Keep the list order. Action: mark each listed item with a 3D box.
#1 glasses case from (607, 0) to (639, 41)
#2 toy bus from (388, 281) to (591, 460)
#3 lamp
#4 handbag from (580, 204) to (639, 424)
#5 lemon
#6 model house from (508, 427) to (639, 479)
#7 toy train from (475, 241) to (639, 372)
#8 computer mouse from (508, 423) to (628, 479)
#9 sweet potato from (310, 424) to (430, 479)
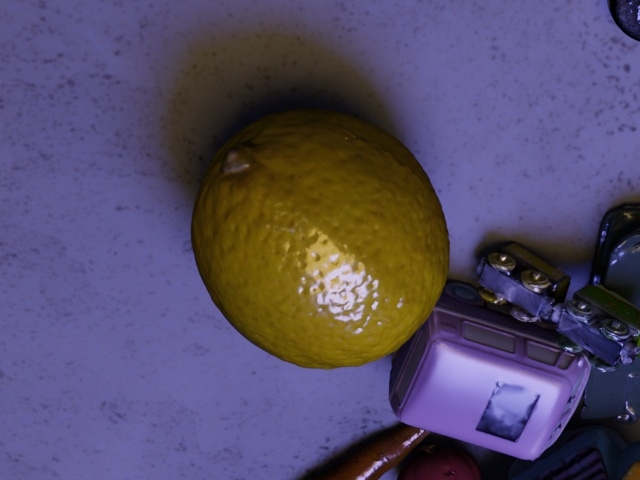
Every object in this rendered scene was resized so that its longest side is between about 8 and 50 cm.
[{"bbox_3d":[0.446,-0.240,1.494,0.321,0.082,0.122,7,116,-9],"label":"glasses case"},{"bbox_3d":[0.186,0.146,1.627,0.203,0.142,0.142,17,115,-7],"label":"toy bus"},{"bbox_3d":[0.138,0.279,1.727,0.101,0.101,0.090,-16,83,2],"label":"lamp"},{"bbox_3d":[0.419,0.088,1.670,0.248,0.079,0.260,2,118,-7],"label":"handbag"},{"bbox_3d":[0.000,-0.001,1.479,0.267,0.267,0.267,-3,118,-5],"label":"lemon"},{"bbox_3d":[0.274,0.376,1.626,0.280,0.249,0.230,-39,93,22],"label":"model house"},{"bbox_3d":[0.258,0.068,1.590,0.081,0.202,0.060,-22,137,-48],"label":"toy train"},{"bbox_3d":[0.334,0.355,1.791,0.160,0.097,0.288,-23,119,8],"label":"computer mouse"},{"bbox_3d":[0.017,0.292,1.739,0.265,0.057,0.057,-35,116,13],"label":"sweet potato"}]
